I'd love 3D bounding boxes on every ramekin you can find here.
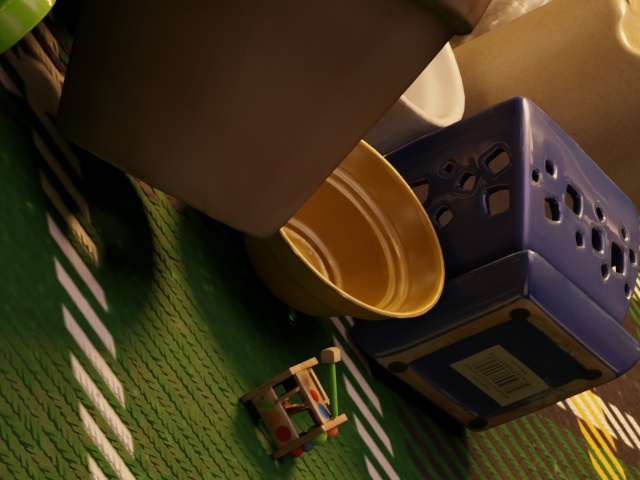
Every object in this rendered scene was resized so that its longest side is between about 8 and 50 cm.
[{"bbox_3d":[0.011,-0.202,1.895,0.277,0.135,0.277,45,27,-31],"label":"ramekin"}]

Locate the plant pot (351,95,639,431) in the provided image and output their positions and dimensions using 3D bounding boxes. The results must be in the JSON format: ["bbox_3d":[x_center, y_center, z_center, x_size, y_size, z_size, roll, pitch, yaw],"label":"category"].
[{"bbox_3d":[0.163,0.039,1.800,0.236,0.236,0.212,38,38,-40],"label":"plant pot"}]

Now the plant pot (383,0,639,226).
[{"bbox_3d":[0.267,-0.127,2.064,0.334,0.305,0.334,39,33,-31],"label":"plant pot"}]

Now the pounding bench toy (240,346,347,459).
[{"bbox_3d":[-0.007,0.131,1.521,0.065,0.083,0.052,61,23,6],"label":"pounding bench toy"}]

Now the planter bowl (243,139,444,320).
[{"bbox_3d":[0.000,0.000,1.663,0.217,0.090,0.217,30,37,-25],"label":"planter bowl"}]

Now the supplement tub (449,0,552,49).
[{"bbox_3d":[0.256,-0.218,2.328,0.316,0.193,0.193,50,25,-22],"label":"supplement tub"}]

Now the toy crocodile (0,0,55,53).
[{"bbox_3d":[-0.259,-0.124,1.162,0.115,0.105,0.340,45,50,-24],"label":"toy crocodile"}]

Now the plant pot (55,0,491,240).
[{"bbox_3d":[-0.058,-0.165,1.458,0.323,0.280,0.323,28,1,0],"label":"plant pot"}]
